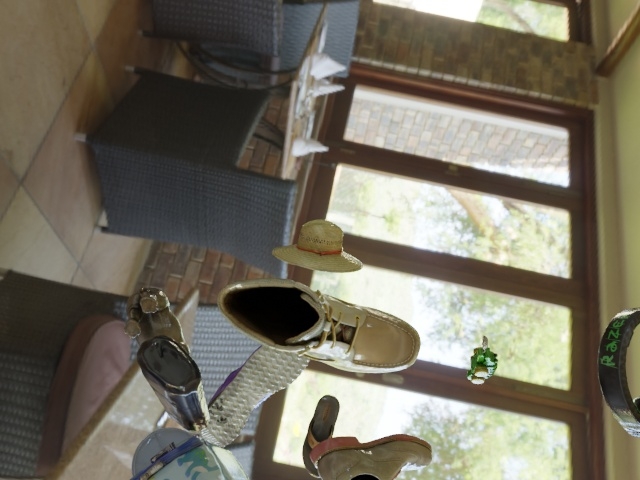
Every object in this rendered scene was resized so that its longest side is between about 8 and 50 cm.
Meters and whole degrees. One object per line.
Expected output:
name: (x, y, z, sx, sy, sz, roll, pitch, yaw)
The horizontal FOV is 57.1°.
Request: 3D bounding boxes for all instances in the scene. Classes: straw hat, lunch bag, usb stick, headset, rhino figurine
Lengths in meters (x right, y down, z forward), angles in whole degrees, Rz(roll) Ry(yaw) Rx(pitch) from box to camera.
straw hat: (0.000, 0.000, 0.911, 0.144, 0.144, 0.061, -74, 173, -77)
lunch bag: (-0.190, 0.347, 0.771, 0.176, 0.090, 0.219, -38, 156, -9)
usb stick: (-0.169, 0.180, 0.705, 0.045, 0.077, 0.278, -49, 169, -25)
headset: (0.666, 0.297, 1.130, 0.243, 0.394, 0.185, -55, -168, -23)
rhino figurine: (-0.249, 0.183, 0.954, 0.106, 0.073, 0.243, -128, -161, -69)

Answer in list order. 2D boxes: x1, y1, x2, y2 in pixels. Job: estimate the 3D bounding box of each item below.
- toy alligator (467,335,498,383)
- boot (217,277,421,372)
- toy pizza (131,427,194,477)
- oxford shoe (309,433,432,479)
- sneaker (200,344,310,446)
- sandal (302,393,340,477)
toy alligator: (0.346, 0.250, 1.222, 0.190, 0.051, 0.056, 88, 7, -54)
boot: (0.007, 0.090, 0.604, 0.165, 0.213, 0.077, 85, 19, -79)
toy pizza: (-0.409, 0.609, 1.590, 0.032, 0.201, 0.201, -50, -159, 47)
oxford shoe: (0.141, 0.552, 1.414, 0.123, 0.348, 0.130, -64, -145, 31)
sneaker: (-0.144, 0.295, 1.262, 0.293, 0.102, 0.146, -43, -173, -2)
sandal: (0.005, 0.533, 1.612, 0.060, 0.090, 0.219, 84, 22, -73)
